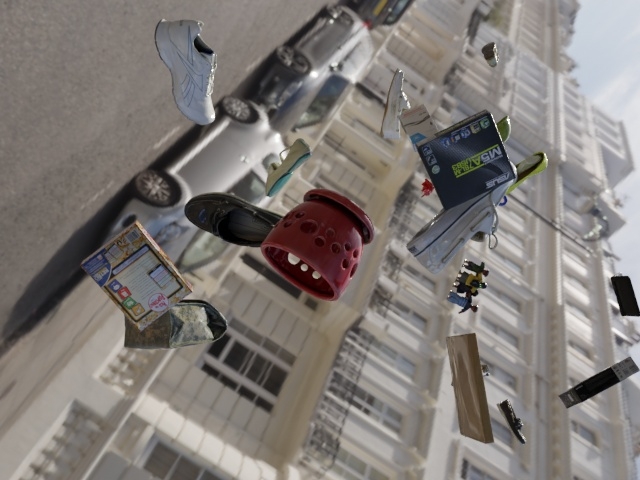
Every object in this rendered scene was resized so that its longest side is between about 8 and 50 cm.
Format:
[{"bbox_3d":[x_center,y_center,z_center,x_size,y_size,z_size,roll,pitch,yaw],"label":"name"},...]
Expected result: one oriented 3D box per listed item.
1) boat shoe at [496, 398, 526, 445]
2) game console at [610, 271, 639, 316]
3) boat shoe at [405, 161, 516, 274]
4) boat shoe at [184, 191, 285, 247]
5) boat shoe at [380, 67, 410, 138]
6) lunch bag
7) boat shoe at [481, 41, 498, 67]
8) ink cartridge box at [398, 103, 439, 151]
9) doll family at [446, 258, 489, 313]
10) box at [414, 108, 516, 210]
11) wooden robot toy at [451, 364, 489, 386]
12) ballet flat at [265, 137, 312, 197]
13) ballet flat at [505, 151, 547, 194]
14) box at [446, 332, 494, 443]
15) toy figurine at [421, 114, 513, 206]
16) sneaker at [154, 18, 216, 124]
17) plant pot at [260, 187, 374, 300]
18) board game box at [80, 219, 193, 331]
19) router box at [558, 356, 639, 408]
[{"bbox_3d":[0.505,0.473,1.678,0.038,0.046,0.125,-33,-135,10],"label":"boat shoe"},{"bbox_3d":[0.904,0.156,1.881,0.107,0.122,0.071,-14,178,-45],"label":"game console"},{"bbox_3d":[0.400,-0.044,1.664,0.367,0.156,0.136,-41,-176,-16],"label":"boat shoe"},{"bbox_3d":[-0.249,-0.048,1.819,0.113,0.339,0.127,-44,150,-64],"label":"boat shoe"},{"bbox_3d":[0.305,-0.534,2.532,0.098,0.096,0.277,-43,144,-85],"label":"boat shoe"},{"bbox_3d":[-0.501,0.291,2.251,0.235,0.169,0.287,-6,174,34],"label":"lunch bag"},{"bbox_3d":[0.565,-0.615,2.132,0.050,0.045,0.135,-18,-147,28],"label":"boat shoe"},{"bbox_3d":[0.355,-0.425,2.353,0.104,0.180,0.060,-25,151,6],"label":"ink cartridge box"},{"bbox_3d":[0.504,0.159,2.167,0.076,0.111,0.193,-46,158,-56],"label":"doll family"},{"bbox_3d":[0.348,-0.191,1.546,0.190,0.184,0.045,-25,-159,8],"label":"box"},{"bbox_3d":[0.535,0.504,2.330,0.173,0.076,0.079,-32,-162,39],"label":"wooden robot toy"},{"bbox_3d":[-0.116,-0.237,2.060,0.248,0.086,0.086,-42,-167,37],"label":"ballet flat"},{"bbox_3d":[0.650,-0.225,2.126,0.230,0.077,0.077,-31,153,-5],"label":"ballet flat"},{"bbox_3d":[0.288,0.284,1.253,0.164,0.021,0.201,111,-27,-79],"label":"box"},{"bbox_3d":[0.513,-0.196,2.008,0.362,0.217,0.191,-39,164,-14],"label":"toy figurine"},{"bbox_3d":[-0.327,-0.433,1.677,0.111,0.129,0.297,-82,162,-47],"label":"sneaker"},{"bbox_3d":[0.000,0.000,1.296,0.174,0.191,0.191,-57,-175,-19],"label":"plant pot"},{"bbox_3d":[-0.393,0.078,1.388,0.146,0.194,0.045,-37,-163,-2],"label":"board game box"},{"bbox_3d":[0.726,0.375,1.684,0.178,0.046,0.133,-26,159,-7],"label":"router box"}]
